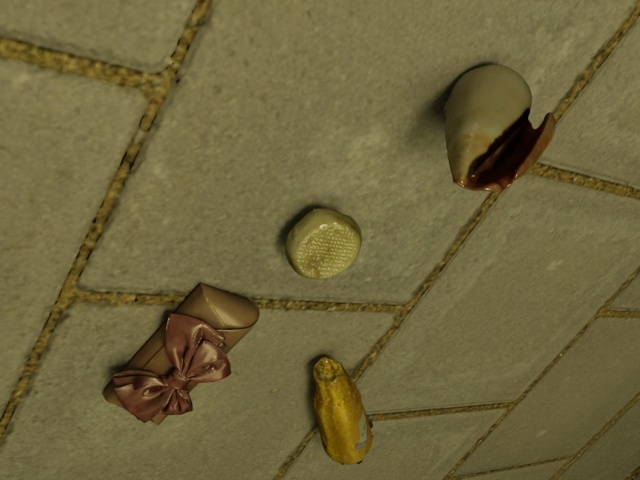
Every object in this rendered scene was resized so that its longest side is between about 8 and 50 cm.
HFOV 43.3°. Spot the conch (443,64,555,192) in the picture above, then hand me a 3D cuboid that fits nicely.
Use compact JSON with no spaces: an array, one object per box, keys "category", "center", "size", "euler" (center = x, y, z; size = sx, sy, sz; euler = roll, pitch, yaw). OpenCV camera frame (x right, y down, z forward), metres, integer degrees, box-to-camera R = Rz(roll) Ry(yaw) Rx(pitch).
[{"category":"conch","center":[0.172,-0.110,0.799],"size":[0.104,0.176,0.094],"euler":[44,117,-13]}]

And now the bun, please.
[{"category":"bun","center":[0.000,0.000,0.867],"size":[0.086,0.055,0.086],"euler":[-12,127,-16]}]

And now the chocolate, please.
[{"category":"chocolate","center":[0.024,0.238,1.139],"size":[0.085,0.086,0.219],"euler":[-27,141,-9]}]

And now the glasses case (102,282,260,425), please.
[{"category":"glasses case","center":[-0.157,0.135,0.886],"size":[0.193,0.070,0.102],"euler":[-47,141,16]}]
